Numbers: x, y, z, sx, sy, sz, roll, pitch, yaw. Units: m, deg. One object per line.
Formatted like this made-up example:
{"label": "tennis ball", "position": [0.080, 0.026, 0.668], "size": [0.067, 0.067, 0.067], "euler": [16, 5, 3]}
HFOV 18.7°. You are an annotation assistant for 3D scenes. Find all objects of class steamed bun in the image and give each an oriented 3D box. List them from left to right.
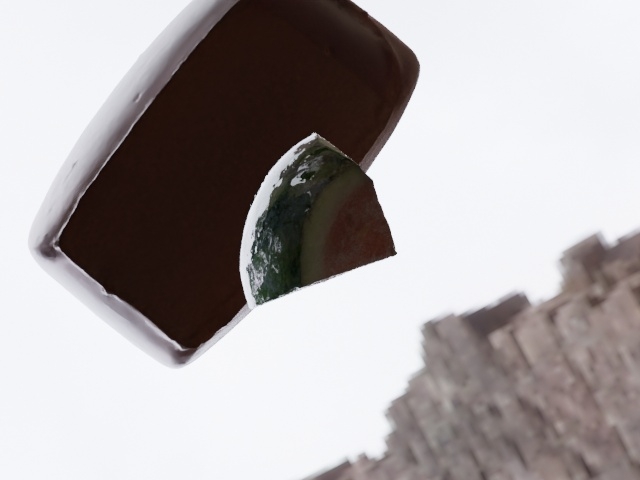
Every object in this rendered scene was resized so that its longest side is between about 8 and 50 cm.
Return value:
{"label": "steamed bun", "position": [-0.095, -0.081, 1.843], "size": [0.235, 0.379, 0.248], "euler": [38, 180, -13]}

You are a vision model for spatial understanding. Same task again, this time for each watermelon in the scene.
{"label": "watermelon", "position": [-0.002, 0.000, 0.949], "size": [0.072, 0.092, 0.084], "euler": [30, -170, -6]}
